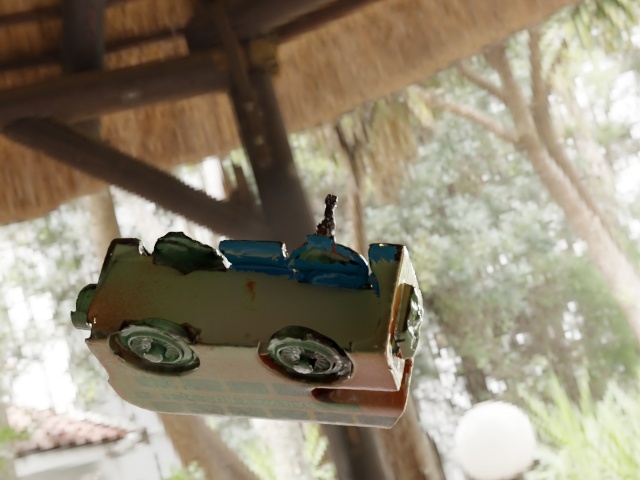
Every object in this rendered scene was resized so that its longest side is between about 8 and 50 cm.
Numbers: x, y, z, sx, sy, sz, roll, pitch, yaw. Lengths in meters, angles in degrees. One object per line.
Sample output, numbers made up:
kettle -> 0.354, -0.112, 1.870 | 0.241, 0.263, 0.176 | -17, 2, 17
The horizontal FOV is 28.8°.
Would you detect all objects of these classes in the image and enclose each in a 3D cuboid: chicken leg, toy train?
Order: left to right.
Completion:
toy train -> -0.035, 0.046, 0.656 | 0.188, 0.072, 0.099 | 1, -31, 18
chicken leg -> 0.000, 0.002, 1.084 | 0.021, 0.083, 0.036 | 16, 18, -6
